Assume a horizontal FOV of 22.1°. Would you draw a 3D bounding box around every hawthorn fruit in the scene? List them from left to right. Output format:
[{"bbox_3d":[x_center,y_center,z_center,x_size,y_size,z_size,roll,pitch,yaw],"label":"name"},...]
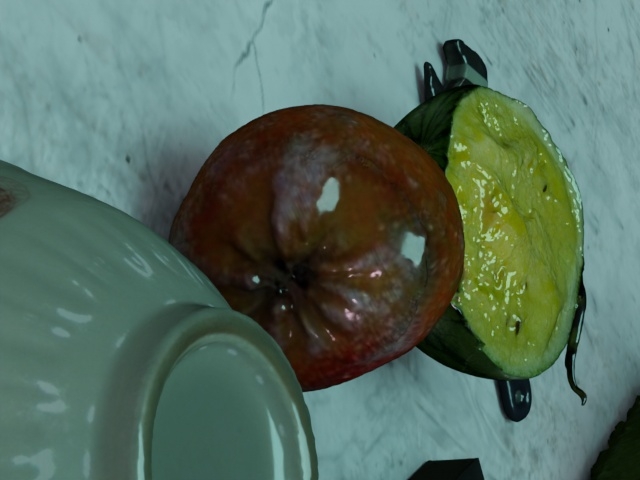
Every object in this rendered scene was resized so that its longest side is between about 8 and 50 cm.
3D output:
[{"bbox_3d":[0.000,0.000,0.954,0.173,0.173,0.173,23,63,-56],"label":"hawthorn fruit"}]

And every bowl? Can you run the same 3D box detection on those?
[{"bbox_3d":[-0.102,0.111,0.754,0.337,0.157,0.337,24,62,-57],"label":"bowl"}]

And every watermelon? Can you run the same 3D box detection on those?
[{"bbox_3d":[0.100,0.001,1.154,0.232,0.127,0.204,26,60,-53],"label":"watermelon"}]

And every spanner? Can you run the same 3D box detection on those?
[{"bbox_3d":[0.129,-0.005,1.317,0.087,0.024,0.316,-22,103,-58],"label":"spanner"}]

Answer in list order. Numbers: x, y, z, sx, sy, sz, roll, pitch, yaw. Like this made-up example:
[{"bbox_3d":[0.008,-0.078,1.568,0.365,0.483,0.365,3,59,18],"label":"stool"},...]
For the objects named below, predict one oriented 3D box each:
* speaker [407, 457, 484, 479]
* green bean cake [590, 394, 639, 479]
[{"bbox_3d":[0.106,0.272,1.180,0.082,0.044,0.218,-33,110,-58],"label":"speaker"},{"bbox_3d":[0.420,0.229,1.465,0.319,0.335,0.218,-36,104,-54],"label":"green bean cake"}]
